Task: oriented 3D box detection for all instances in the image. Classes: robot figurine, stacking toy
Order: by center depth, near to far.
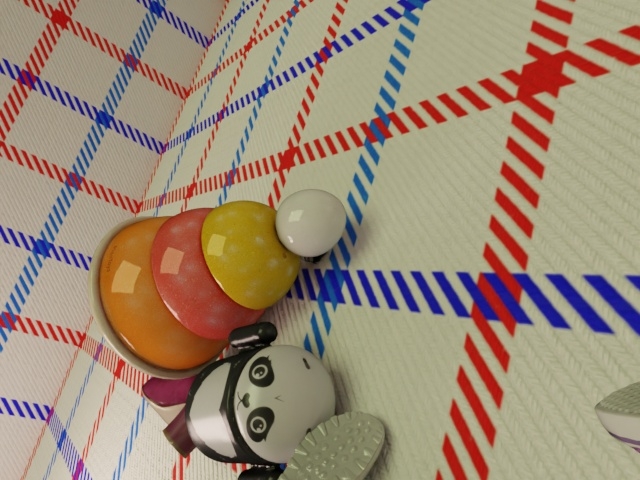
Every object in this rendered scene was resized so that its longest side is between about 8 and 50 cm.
[{"bbox_3d":[-0.105,0.260,0.728,0.278,0.209,0.173,-25,13,43],"label":"robot figurine"},{"bbox_3d":[-0.157,0.044,0.872,0.480,0.351,0.350,-23,48,29],"label":"stacking toy"}]

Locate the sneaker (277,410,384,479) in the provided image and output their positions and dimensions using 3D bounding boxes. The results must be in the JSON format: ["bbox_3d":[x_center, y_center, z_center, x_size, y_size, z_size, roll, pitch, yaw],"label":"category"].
[{"bbox_3d":[0.000,0.329,0.606,0.235,0.094,0.090,-43,42,-17],"label":"sneaker"}]

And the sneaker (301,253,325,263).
[{"bbox_3d":[0.000,0.000,0.901,0.069,0.038,0.098,18,91,55],"label":"sneaker"}]

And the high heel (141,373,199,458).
[{"bbox_3d":[-0.272,0.330,1.015,0.181,0.127,0.377,-42,22,-22],"label":"high heel"}]

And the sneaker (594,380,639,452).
[{"bbox_3d":[0.317,0.174,0.285,0.282,0.102,0.160,149,103,-71],"label":"sneaker"}]
